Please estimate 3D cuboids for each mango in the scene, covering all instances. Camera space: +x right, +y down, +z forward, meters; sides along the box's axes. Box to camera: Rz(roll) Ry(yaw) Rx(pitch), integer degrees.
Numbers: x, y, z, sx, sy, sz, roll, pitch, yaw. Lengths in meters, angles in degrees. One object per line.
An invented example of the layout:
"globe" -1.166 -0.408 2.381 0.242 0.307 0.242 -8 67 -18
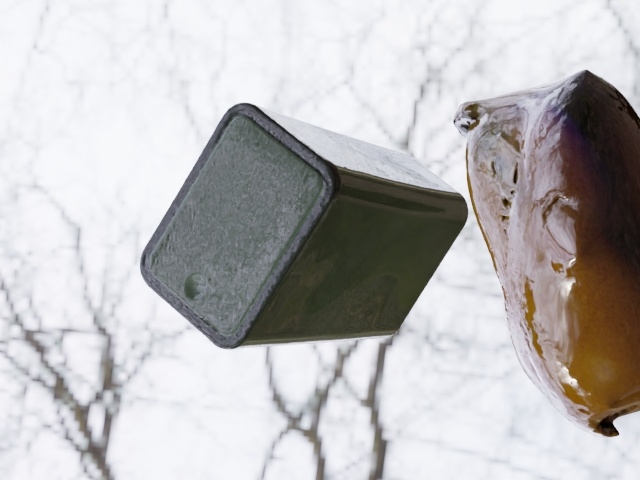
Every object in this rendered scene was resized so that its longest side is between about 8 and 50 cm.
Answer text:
"mango" 0.205 0.011 1.473 0.201 0.153 0.287 -70 -37 -69

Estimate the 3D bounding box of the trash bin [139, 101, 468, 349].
"trash bin" 0.000 0.000 2.049 0.343 0.158 0.223 10 -65 -58
